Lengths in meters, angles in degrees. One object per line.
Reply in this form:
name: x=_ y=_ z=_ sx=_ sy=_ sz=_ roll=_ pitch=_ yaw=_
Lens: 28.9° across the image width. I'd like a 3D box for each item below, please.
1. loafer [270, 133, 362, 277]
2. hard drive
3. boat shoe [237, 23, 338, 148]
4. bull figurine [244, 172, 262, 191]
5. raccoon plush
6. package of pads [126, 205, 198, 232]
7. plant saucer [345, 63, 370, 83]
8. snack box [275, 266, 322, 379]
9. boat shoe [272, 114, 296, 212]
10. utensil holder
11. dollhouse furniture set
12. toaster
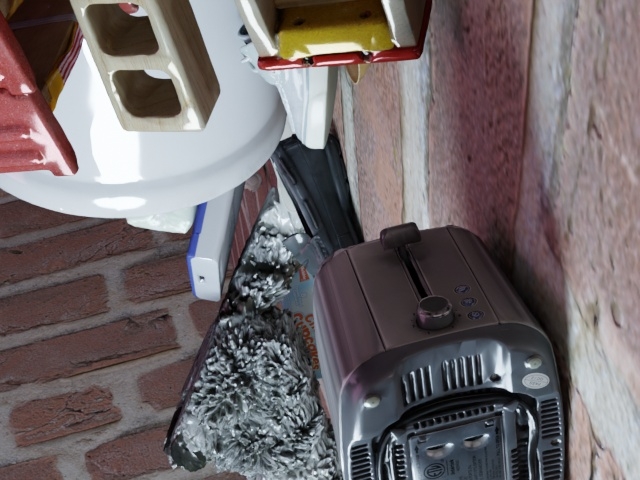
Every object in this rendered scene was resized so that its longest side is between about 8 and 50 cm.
loafer: x=0.000 y=0.000 z=1.262 sx=0.076 sy=0.078 sz=0.223 roll=159 pitch=97 yaw=-83
hard drive: x=-0.117 y=-0.100 z=1.601 sx=0.210 sy=0.040 sz=0.318 roll=101 pitch=179 yaw=-74
boat shoe: x=-0.029 y=-0.179 z=1.054 sx=0.079 sy=0.081 sz=0.227 roll=-75 pitch=-15 yaw=-49
bull figurine: x=-0.166 y=-0.230 z=2.030 sx=0.188 sy=0.101 sz=0.310 roll=113 pitch=142 yaw=-73
raccoon plush: x=-0.010 y=0.190 z=1.619 sx=0.216 sy=0.299 sz=0.446 roll=-84 pitch=17 yaw=-66
package of pads: x=-0.175 y=-0.181 z=1.607 sx=0.229 sy=0.101 sz=0.296 roll=-84 pitch=4 yaw=-74
plant saucer: x=0.026 y=-0.167 z=0.992 sx=0.083 sy=0.015 sz=0.083 roll=166 pitch=90 yaw=-84
snack box: x=-0.044 y=0.105 z=1.884 sx=0.322 sy=0.060 sz=0.187 roll=178 pitch=78 yaw=-83
boat shoe: x=-0.031 y=-0.096 z=1.484 sx=0.046 sy=0.038 sz=0.125 roll=-1 pitch=108 yaw=38
utensil holder: x=-0.188 y=-0.270 z=1.124 sx=0.327 sy=0.328 sz=0.385 roll=-111 pitch=18 yaw=-45
dollhouse furniture set: x=-0.104 y=-0.164 z=0.835 sx=0.152 sy=0.374 sz=0.201 roll=73 pitch=-158 yaw=-44
toaster: x=0.068 y=0.100 z=0.751 sx=0.146 sy=0.129 sz=0.227 roll=-107 pitch=5 yaw=-54
